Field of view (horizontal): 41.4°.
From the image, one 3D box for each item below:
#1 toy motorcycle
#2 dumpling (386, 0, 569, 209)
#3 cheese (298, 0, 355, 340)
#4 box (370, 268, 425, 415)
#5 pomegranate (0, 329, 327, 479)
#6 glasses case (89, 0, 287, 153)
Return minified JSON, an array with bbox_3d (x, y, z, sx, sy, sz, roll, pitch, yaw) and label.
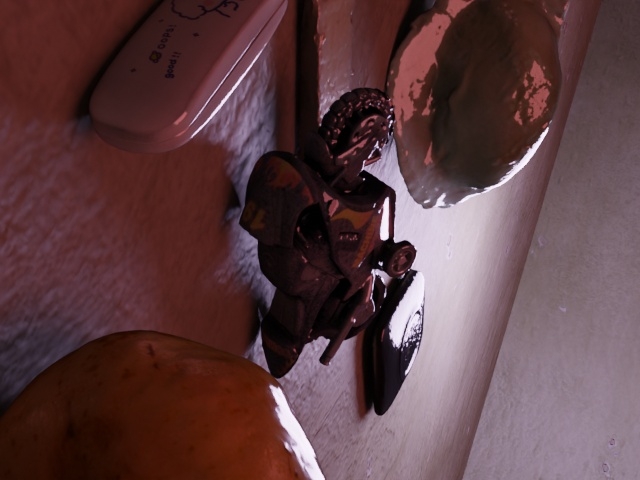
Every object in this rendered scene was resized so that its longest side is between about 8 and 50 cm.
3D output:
[{"bbox_3d":[0.000,0.000,0.833,0.173,0.108,0.307,-25,134,-28],"label":"toy motorcycle"},{"bbox_3d":[0.231,-0.215,1.174,0.270,0.211,0.321,27,66,-65],"label":"dumpling"},{"bbox_3d":[0.003,-0.072,0.918,0.085,0.034,0.400,-44,141,-55],"label":"cheese"},{"bbox_3d":[0.124,0.164,1.350,0.201,0.042,0.212,-56,151,-47],"label":"box"},{"bbox_3d":[-0.101,0.177,0.522,0.248,0.248,0.248,13,90,-69],"label":"pomegranate"},{"bbox_3d":[-0.088,-0.134,0.592,0.049,0.076,0.197,80,31,-48],"label":"glasses case"}]
